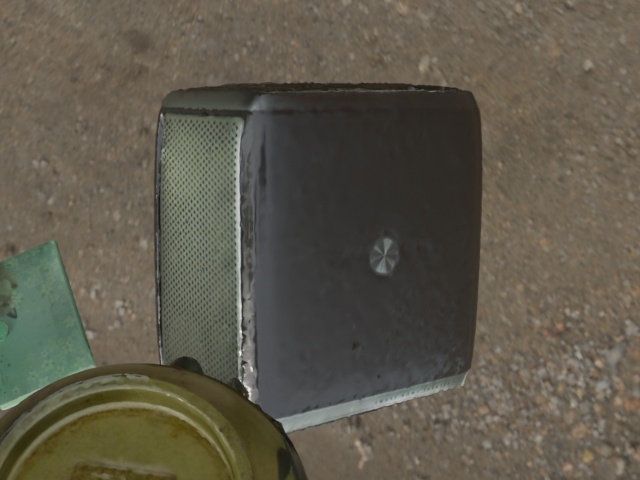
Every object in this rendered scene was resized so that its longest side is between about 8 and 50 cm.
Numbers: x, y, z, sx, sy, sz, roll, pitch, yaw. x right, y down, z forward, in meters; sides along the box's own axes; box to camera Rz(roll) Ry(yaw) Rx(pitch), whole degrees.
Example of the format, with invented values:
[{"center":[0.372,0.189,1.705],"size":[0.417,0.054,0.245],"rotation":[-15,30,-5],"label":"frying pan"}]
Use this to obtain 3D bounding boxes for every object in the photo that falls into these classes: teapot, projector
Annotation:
[{"center":[-0.091,0.169,0.501],"size":[0.173,0.269,0.182],"rotation":[6,147,1],"label":"teapot"},{"center":[0.000,0.000,1.330],"size":[0.395,0.242,0.405],"rotation":[-7,102,-38],"label":"projector"}]

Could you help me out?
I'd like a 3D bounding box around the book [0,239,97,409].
[{"center":[-0.274,0.078,0.959],"size":[0.103,0.135,0.017],"rotation":[-23,158,0],"label":"book"}]
